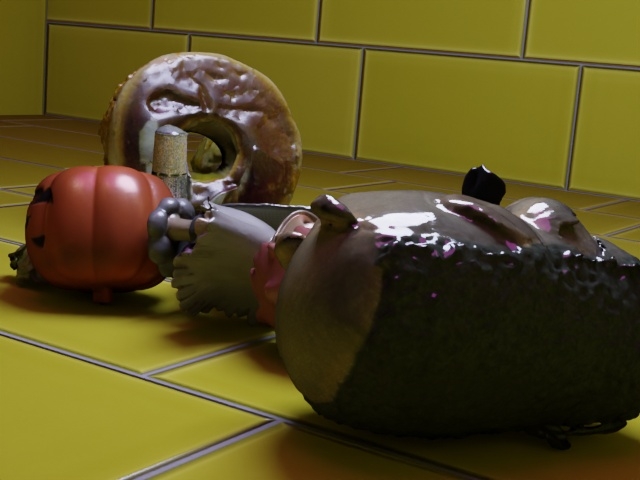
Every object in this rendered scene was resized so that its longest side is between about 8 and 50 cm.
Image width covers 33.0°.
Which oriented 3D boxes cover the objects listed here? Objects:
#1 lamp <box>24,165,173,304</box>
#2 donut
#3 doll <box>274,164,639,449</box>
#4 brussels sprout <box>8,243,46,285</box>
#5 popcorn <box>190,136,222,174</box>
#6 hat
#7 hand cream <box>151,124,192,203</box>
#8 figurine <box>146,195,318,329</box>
[{"bbox_3d":[-0.262,-0.003,1.309,0.187,0.164,0.187,-2,-13,0],"label":"lamp"},{"bbox_3d":[-0.202,-0.143,1.757,0.330,0.330,0.160,0,0,-25],"label":"donut"},{"bbox_3d":[0.133,0.056,0.942,0.349,0.247,0.247,12,8,-15],"label":"doll"},{"bbox_3d":[-0.362,0.028,1.380,0.085,0.058,0.085,-5,-4,0],"label":"brussels sprout"},{"bbox_3d":[-0.140,-0.127,2.002,0.204,0.184,0.221,15,-6,-15],"label":"popcorn"},{"bbox_3d":[-0.033,0.022,1.367,0.244,0.149,0.214,-8,-3,-3],"label":"hat"},{"bbox_3d":[-0.214,-0.060,1.506,0.084,0.203,0.084,3,10,-1],"label":"hand cream"},{"bbox_3d":[-0.021,0.032,1.165,0.387,0.207,0.166,12,56,34],"label":"figurine"}]
